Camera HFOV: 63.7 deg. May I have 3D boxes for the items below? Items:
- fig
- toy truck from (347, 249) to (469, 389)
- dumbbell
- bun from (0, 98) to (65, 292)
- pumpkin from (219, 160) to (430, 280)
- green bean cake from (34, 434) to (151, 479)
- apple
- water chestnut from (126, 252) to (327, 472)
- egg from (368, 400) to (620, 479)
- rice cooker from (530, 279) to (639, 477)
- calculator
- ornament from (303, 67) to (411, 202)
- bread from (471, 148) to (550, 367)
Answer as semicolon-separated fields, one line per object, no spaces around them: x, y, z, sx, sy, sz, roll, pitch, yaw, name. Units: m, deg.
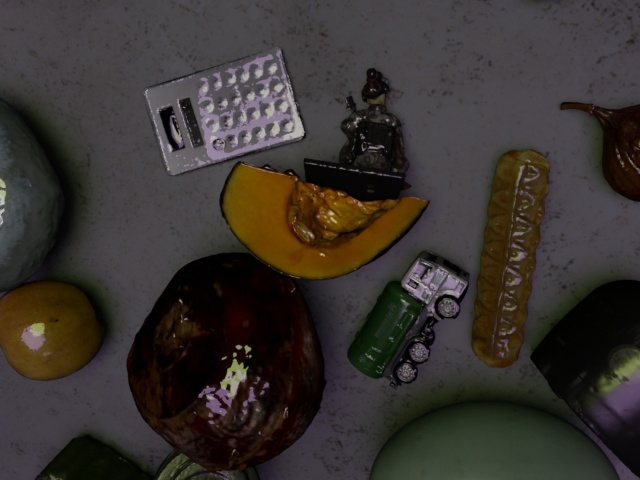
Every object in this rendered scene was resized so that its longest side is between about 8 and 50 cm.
0.465;-0.164;0.767;0.146;0.134;0.201;-44;85;3;fig
0.147;0.135;0.873;0.124;0.101;0.243;33;106;11;toy truck
-0.202;0.446;0.896;0.191;0.290;0.192;4;70;-12;dumbbell
-0.589;-0.082;0.858;0.353;0.194;0.355;0;94;6;bun
0.000;0.000;0.806;0.311;0.148;0.170;9;70;-2;pumpkin
-0.448;0.544;0.989;0.249;0.156;0.247;33;102;-1;green bean cake
-0.477;0.154;0.913;0.155;0.182;0.183;-24;99;-19;apple
-0.123;0.187;0.828;0.350;0.302;0.351;-11;72;38;water chestnut
0.270;0.399;0.819;0.388;0.276;0.277;-1;101;6;egg
0.480;0.200;0.775;0.224;0.267;0.267;-44;94;9;rice cooker
-0.168;-0.215;0.875;0.261;0.021;0.161;-15;99;9;calculator
0.074;-0.172;0.833;0.166;0.153;0.196;10;79;3;ornament
0.308;0.036;0.845;0.084;0.077;0.368;5;103;4;bread
